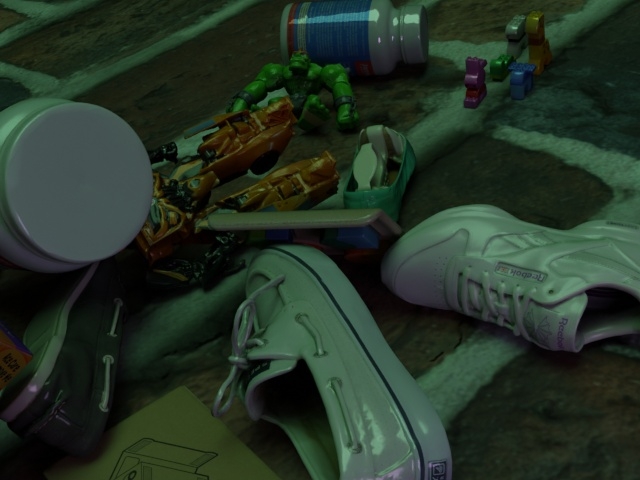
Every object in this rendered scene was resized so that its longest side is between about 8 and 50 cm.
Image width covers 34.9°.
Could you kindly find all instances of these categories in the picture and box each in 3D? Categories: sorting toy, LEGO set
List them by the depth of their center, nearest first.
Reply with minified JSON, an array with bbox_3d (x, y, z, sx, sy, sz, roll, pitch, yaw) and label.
[{"bbox_3d":[0.000,0.000,1.144,0.193,0.038,0.208,-1,-10,20],"label":"sorting toy"},{"bbox_3d":[0.296,-0.290,1.535,0.087,0.093,0.227,11,39,28],"label":"LEGO set"}]

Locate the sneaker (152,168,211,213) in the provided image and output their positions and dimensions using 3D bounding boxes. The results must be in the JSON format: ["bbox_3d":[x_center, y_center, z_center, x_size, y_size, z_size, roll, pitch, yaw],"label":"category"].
[{"bbox_3d":[-0.277,-0.066,1.334,0.262,0.125,0.104,-5,34,9],"label":"sneaker"}]

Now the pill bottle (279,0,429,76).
[{"bbox_3d":[0.056,-0.323,1.623,0.222,0.124,0.124,0,35,16],"label":"pill bottle"}]

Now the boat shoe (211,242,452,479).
[{"bbox_3d":[-0.032,0.126,0.970,0.157,0.135,0.367,-6,37,-25],"label":"boat shoe"}]

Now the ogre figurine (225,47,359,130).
[{"bbox_3d":[-0.035,-0.219,1.531,0.197,0.097,0.118,-10,49,29],"label":"ogre figurine"}]

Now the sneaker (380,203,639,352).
[{"bbox_3d":[0.207,0.041,1.051,0.305,0.114,0.152,0,34,16],"label":"sneaker"}]

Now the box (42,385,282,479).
[{"bbox_3d":[-0.146,0.231,0.956,0.164,0.021,0.201,-29,39,-25],"label":"box"}]

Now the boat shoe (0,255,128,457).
[{"bbox_3d":[-0.261,0.116,1.104,0.112,0.095,0.335,-41,19,16],"label":"boat shoe"}]

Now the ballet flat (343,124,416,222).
[{"bbox_3d":[0.077,-0.099,1.319,0.083,0.087,0.247,-3,34,12],"label":"ballet flat"}]

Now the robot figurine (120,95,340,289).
[{"bbox_3d":[-0.135,-0.064,1.264,0.291,0.085,0.211,-28,65,-20],"label":"robot figurine"}]

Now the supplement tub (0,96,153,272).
[{"bbox_3d":[-0.330,-0.060,1.155,0.191,0.191,0.272,-36,22,-33],"label":"supplement tub"}]

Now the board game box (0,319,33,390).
[{"bbox_3d":[-0.519,0.073,0.785,0.356,0.356,0.356,43,81,11],"label":"board game box"}]
